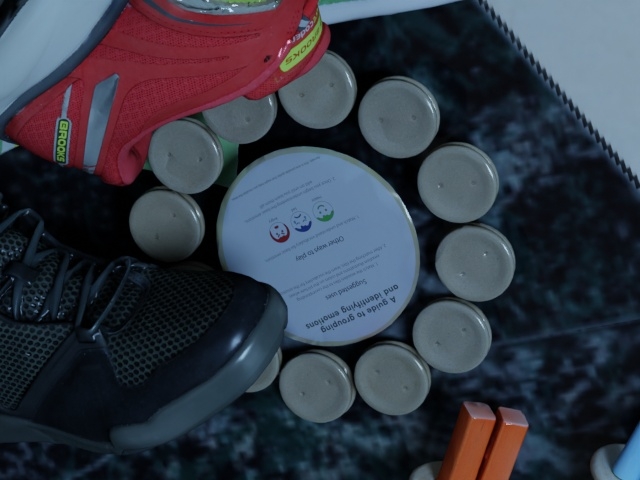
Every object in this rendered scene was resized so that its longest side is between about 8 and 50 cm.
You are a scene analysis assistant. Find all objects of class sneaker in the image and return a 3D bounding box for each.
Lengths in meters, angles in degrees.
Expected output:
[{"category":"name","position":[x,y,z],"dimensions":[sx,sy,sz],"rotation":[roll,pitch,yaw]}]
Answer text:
[{"category":"sneaker","position":[-0.034,-0.118,0.727],"dimensions":[0.118,0.107,0.279],"rotation":[31,133,-24]},{"category":"sneaker","position":[-0.125,0.029,0.844],"dimensions":[0.227,0.087,0.130],"rotation":[-4,135,43]}]

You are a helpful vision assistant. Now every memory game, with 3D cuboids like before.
[{"category":"memory game","position":[0.000,0.000,0.852],"dimensions":[0.186,0.012,0.186],"rotation":[7,113,16]}]

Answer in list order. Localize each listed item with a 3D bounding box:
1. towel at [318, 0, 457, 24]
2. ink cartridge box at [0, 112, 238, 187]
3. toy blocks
[{"category":"towel","position":[-0.070,-0.228,0.733],"dimensions":[0.247,0.038,0.325],"rotation":[-7,120,25]},{"category":"ink cartridge box","position":[-0.150,-0.119,0.871],"dimensions":[0.235,0.056,0.171],"rotation":[13,111,22]},{"category":"toy blocks","position":[0.103,0.115,0.829],"dimensions":[0.123,0.054,0.148],"rotation":[26,115,14]}]
